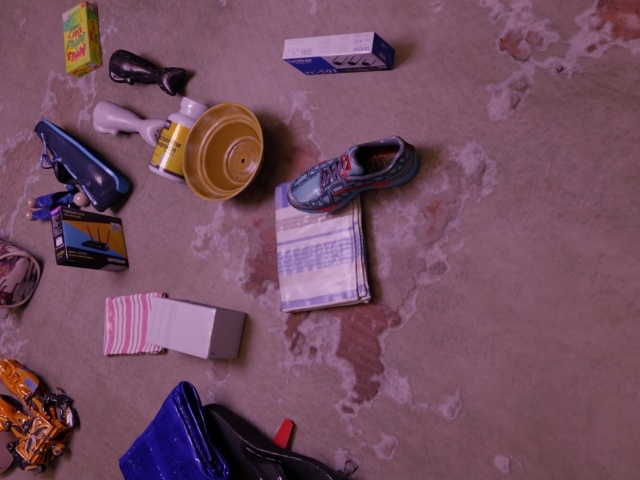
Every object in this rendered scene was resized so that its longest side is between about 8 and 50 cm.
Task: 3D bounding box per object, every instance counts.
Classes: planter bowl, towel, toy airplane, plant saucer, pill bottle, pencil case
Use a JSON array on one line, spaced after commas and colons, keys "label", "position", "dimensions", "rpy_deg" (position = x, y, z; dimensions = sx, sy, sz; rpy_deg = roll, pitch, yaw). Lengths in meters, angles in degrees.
[{"label": "planter bowl", "position": [-0.190, -0.183, 1.502], "dimensions": [0.217, 0.090, 0.217], "rpy_deg": [-6, 78, 30]}, {"label": "towel", "position": [-0.443, 0.197, 1.623], "dimensions": [0.197, 0.029, 0.144], "rpy_deg": [-7, 77, 29]}, {"label": "toy airplane", "position": [-0.075, 0.439, 1.368], "dimensions": [0.151, 0.028, 0.151], "rpy_deg": [-5, 81, 31]}, {"label": "plant saucer", "position": [-0.838, 0.522, 1.800], "dimensions": [0.169, 0.029, 0.168], "rpy_deg": [-6, 78, 28]}, {"label": "pill bottle", "position": [-0.314, -0.229, 1.574], "dimensions": [0.103, 0.103, 0.184], "rpy_deg": [26, 95, 31]}, {"label": "towel", "position": [-0.315, 0.466, 1.420], "dimensions": [0.308, 0.076, 0.227], "rpy_deg": [-53, 53, 33]}, {"label": "pencil case", "position": [-0.951, 0.055, 1.868], "dimensions": [0.410, 0.160, 0.183], "rpy_deg": [21, 78, 31]}, {"label": "towel", "position": [0.000, 0.000, 1.395], "dimensions": [0.209, 0.034, 0.284], "rpy_deg": [-13, 73, 30]}]

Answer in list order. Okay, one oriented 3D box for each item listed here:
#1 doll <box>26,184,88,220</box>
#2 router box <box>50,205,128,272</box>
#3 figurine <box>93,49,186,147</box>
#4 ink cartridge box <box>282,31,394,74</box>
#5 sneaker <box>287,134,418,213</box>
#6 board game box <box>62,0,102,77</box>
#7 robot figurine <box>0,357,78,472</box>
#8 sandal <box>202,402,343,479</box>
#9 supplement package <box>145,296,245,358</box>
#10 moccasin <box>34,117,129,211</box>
[{"label": "doll", "position": [-0.682, -0.091, 1.800], "dimensions": [0.189, 0.046, 0.129], "rpy_deg": [-10, 67, 22]}, {"label": "router box", "position": [-0.546, 0.000, 1.627], "dimensions": [0.046, 0.179, 0.133], "rpy_deg": [-24, 71, 27]}, {"label": "figurine", "position": [-0.436, -0.341, 1.679], "dimensions": [0.210, 0.092, 0.214], "rpy_deg": [20, 93, 27]}, {"label": "ink cartridge box", "position": [0.036, -0.377, 1.398], "dimensions": [0.207, 0.097, 0.046], "rpy_deg": [5, 84, 31]}, {"label": "sneaker", "position": [0.051, -0.138, 1.299], "dimensions": [0.262, 0.125, 0.104], "rpy_deg": [-22, 72, 6]}, {"label": "board game box", "position": [-0.643, -0.542, 1.853], "dimensions": [0.092, 0.043, 0.181], "rpy_deg": [-17, 74, 27]}, {"label": "robot figurine", "position": [-0.734, 0.436, 1.708], "dimensions": [0.291, 0.085, 0.211], "rpy_deg": [34, 89, 27]}, {"label": "sandal", "position": [-0.116, 0.466, 1.314], "dimensions": [0.446, 0.107, 0.167], "rpy_deg": [19, 109, 36]}, {"label": "supplement package", "position": [-0.269, 0.187, 1.478], "dimensions": [0.179, 0.105, 0.105], "rpy_deg": [8, 85, 32]}, {"label": "moccasin", "position": [-0.629, -0.193, 1.730], "dimensions": [0.342, 0.138, 0.116], "rpy_deg": [37, 91, 31]}]
